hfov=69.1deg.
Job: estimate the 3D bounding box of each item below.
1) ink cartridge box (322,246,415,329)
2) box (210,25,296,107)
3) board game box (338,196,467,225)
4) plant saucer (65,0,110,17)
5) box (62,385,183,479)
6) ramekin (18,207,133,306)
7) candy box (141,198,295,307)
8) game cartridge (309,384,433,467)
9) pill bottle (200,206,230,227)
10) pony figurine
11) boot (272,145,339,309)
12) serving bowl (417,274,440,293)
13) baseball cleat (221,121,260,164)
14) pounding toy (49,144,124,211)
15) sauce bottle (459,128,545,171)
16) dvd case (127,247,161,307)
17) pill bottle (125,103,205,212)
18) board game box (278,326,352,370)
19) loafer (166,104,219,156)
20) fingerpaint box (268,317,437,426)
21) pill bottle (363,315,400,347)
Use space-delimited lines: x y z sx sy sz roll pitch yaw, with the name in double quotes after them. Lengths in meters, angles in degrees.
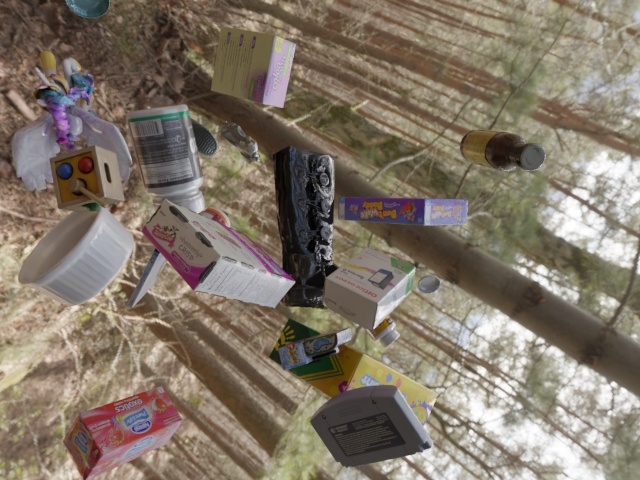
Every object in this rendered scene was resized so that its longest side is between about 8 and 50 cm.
0.127 0.117 1.198 0.212 0.154 0.093 -33 137 -45 "ink cartridge box"
-0.230 -0.587 1.576 0.117 0.243 0.214 -12 119 -57 "box"
0.260 -0.098 1.508 0.233 0.347 0.078 -3 96 -42 "board game box"
-0.683 -0.711 1.361 0.119 0.021 0.119 -17 155 -8 "plant saucer"
-0.520 0.507 1.244 0.123 0.128 0.257 -53 155 20 "box"
-0.628 0.038 1.220 0.277 0.277 0.135 -49 126 -13 "ramekin"
-0.165 0.031 0.797 0.071 0.159 0.233 -52 151 4 "candy box"
0.119 0.485 1.218 0.297 0.198 0.062 -30 180 34 "game cartridge"
-0.460 -0.021 1.786 0.221 0.121 0.121 -50 161 -35 "pill bottle"
-0.722 -0.344 1.323 0.302 0.363 0.351 -11 125 -15 "pony figurine"
0.014 -0.027 1.388 0.146 0.445 0.367 -16 161 33 "boot"
0.384 0.151 1.658 0.027 0.083 0.083 -97 -156 -52 "serving bowl"
-0.268 -0.318 1.553 0.072 0.206 0.109 -30 136 -15 "baseball cleat"
-0.484 -0.116 0.969 0.130 0.141 0.100 -13 175 10 "pounding toy"
0.514 -0.257 1.335 0.111 0.111 0.344 -58 -167 12 "sauce bottle"
-0.523 0.080 1.484 0.253 0.022 0.180 -55 -173 27 "dvd case"
-0.517 -0.268 1.587 0.204 0.204 0.361 -30 119 -48 "pill bottle"
-0.025 0.293 1.250 0.194 0.060 0.194 -18 171 17 "board game box"
-0.497 -0.430 1.802 0.094 0.251 0.087 -44 -155 4 "loafer"
0.113 0.452 1.558 0.444 0.371 0.163 36 76 -37 "fingerpaint box"
0.230 0.336 1.937 0.117 0.215 0.117 -37 167 -10 "pill bottle"
